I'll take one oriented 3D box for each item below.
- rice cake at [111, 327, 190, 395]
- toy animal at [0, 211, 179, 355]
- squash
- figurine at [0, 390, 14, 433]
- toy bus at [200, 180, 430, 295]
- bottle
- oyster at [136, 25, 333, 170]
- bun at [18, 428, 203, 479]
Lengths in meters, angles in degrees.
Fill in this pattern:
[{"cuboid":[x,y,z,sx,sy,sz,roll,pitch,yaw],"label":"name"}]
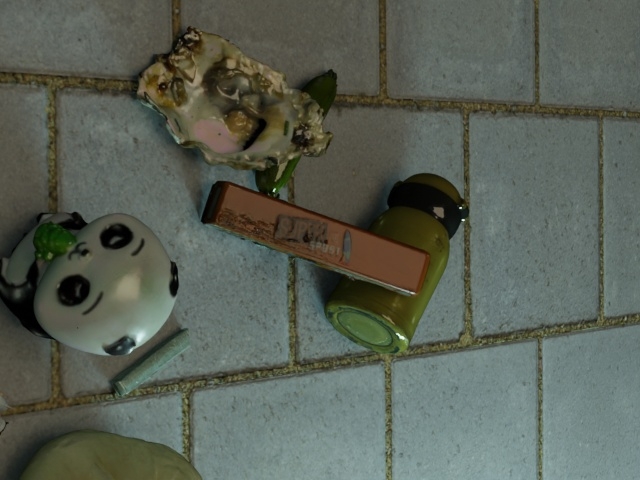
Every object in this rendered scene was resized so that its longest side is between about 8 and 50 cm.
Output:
[{"cuboid":[-0.272,0.197,2.060,0.171,0.029,0.033,-38,110,-38],"label":"rice cake"},{"cuboid":[-0.340,0.055,1.833,0.212,0.267,0.212,-1,92,-39],"label":"toy animal"},{"cuboid":[-0.045,-0.196,2.243,0.071,0.080,0.318,29,65,-3],"label":"squash"},{"cuboid":[-0.523,0.220,1.767,0.137,0.112,0.229,-55,139,-19],"label":"figurine"},{"cuboid":[0.000,0.000,2.169,0.409,0.092,0.093,19,85,-16],"label":"toy bus"},{"cuboid":[0.154,0.029,2.376,0.171,0.171,0.351,49,57,-33],"label":"bottle"},{"cuboid":[-0.147,-0.211,2.120,0.354,0.107,0.201,27,69,-18],"label":"oyster"},{"cuboid":[-0.312,0.455,1.893,0.361,0.213,0.361,6,82,-47],"label":"bun"}]
